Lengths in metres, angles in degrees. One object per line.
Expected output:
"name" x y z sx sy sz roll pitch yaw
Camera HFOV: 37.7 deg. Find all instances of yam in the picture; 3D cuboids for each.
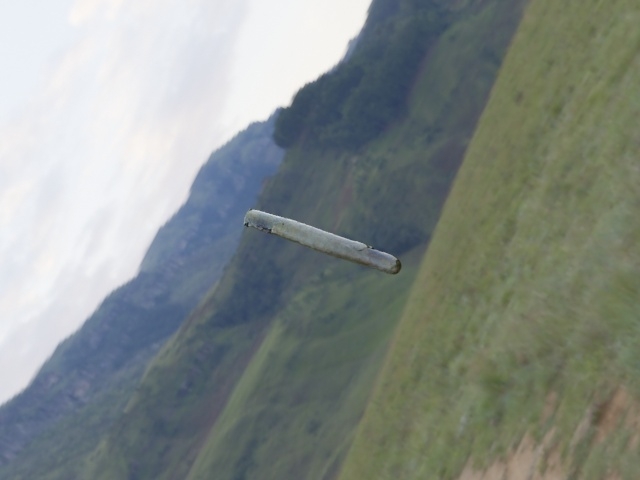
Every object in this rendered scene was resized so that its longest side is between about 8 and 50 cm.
"yam" 0.000 0.000 0.544 0.014 0.107 0.014 -37 -44 -46
